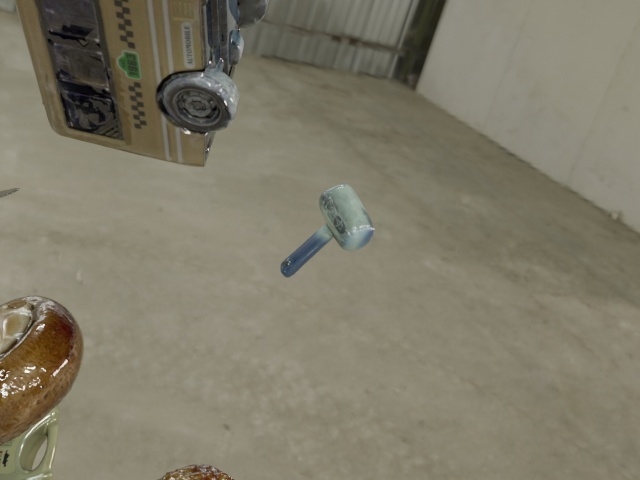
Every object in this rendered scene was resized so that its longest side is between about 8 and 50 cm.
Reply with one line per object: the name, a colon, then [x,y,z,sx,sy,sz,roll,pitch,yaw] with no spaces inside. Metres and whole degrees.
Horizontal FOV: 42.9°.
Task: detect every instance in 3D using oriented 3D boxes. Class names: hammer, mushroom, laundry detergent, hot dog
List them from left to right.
mushroom: [-0.454,0.185,1.173,0.253,0.153,0.253,-20,34,14]
laundry detergent: [-0.589,0.414,1.539,0.181,0.091,0.254,-2,56,0]
hot dog: [-0.156,0.336,1.042,0.147,0.065,0.099,18,13,27]
hammer: [0.000,0.000,1.385,0.069,0.194,0.116,17,38,-52]

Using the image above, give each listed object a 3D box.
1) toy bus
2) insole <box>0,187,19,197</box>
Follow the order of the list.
toy bus: [-0.117,-0.192,0.509,0.157,0.290,0.140,9,54,1]
insole: [-0.668,-0.082,1.608,0.231,0.003,0.080,-4,21,41]
